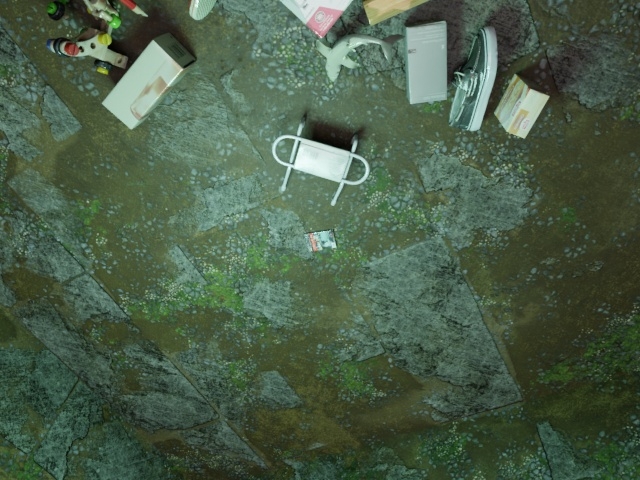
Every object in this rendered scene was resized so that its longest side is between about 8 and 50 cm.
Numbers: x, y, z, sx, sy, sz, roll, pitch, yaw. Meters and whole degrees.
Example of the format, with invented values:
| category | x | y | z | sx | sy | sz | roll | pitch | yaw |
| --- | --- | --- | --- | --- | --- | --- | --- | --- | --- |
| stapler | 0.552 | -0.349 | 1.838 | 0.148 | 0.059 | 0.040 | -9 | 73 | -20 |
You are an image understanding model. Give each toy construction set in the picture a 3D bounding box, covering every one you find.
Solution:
| category | x | y | z | sx | sy | sz | roll | pitch | yaw |
| --- | --- | --- | --- | --- | --- | --- | --- | --- | --- |
| toy construction set | -0.671 | -0.666 | 1.569 | 0.308 | 0.258 | 0.237 | -6 | 167 | 27 |

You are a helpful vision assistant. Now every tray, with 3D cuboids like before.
| category | x | y | z | sx | sy | sz | roll | pitch | yaw |
| --- | --- | --- | --- | --- | --- | --- | --- | --- | --- |
| tray | 0.322 | -0.744 | 1.410 | 0.410 | 0.203 | 0.076 | -19 | 118 | 16 |

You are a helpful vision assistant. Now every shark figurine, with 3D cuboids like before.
| category | x | y | z | sx | sy | sz | roll | pitch | yaw |
| --- | --- | --- | --- | --- | --- | --- | --- | --- | --- |
| shark figurine | 0.106 | -0.620 | 1.558 | 0.278 | 0.116 | 0.166 | -9 | 141 | 40 |

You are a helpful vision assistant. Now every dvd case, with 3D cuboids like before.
| category | x | y | z | sx | sy | sz | roll | pitch | yaw |
| --- | --- | --- | --- | --- | --- | --- | --- | --- | --- |
| dvd case | 0.000 | 0.000 | 2.019 | 0.119 | 0.013 | 0.087 | -8 | 121 | 12 |

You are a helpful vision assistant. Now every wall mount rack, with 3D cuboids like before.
| category | x | y | z | sx | sy | sz | roll | pitch | yaw |
| --- | --- | --- | --- | --- | --- | --- | --- | --- | --- |
| wall mount rack | -0.008 | -0.263 | 1.795 | 0.349 | 0.131 | 0.304 | 16 | 118 | -5 |

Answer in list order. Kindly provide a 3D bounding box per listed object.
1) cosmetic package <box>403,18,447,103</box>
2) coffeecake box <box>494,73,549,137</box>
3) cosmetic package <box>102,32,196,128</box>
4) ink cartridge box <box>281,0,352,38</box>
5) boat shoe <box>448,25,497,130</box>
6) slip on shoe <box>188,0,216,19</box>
| category | x | y | z | sx | sy | sz | roll | pitch | yaw |
| --- | --- | --- | --- | --- | --- | --- | --- | --- | --- |
| cosmetic package | 0.334 | -0.567 | 1.581 | 0.127 | 0.107 | 0.238 | -7 | 118 | 7 |
| coffeecake box | 0.636 | -0.431 | 1.587 | 0.068 | 0.186 | 0.143 | 18 | 122 | -6 |
| cosmetic package | -0.568 | -0.530 | 1.658 | 0.296 | 0.153 | 0.129 | -37 | 111 | 25 |
| ink cartridge box | -0.036 | -0.781 | 1.470 | 0.283 | 0.117 | 0.207 | 37 | 118 | -17 |
| boat shoe | 0.480 | -0.506 | 1.592 | 0.118 | 0.121 | 0.336 | 0 | 124 | 0 |
| slip on shoe | -0.352 | -0.834 | 1.477 | 0.101 | 0.123 | 0.332 | 22 | 121 | 12 |
